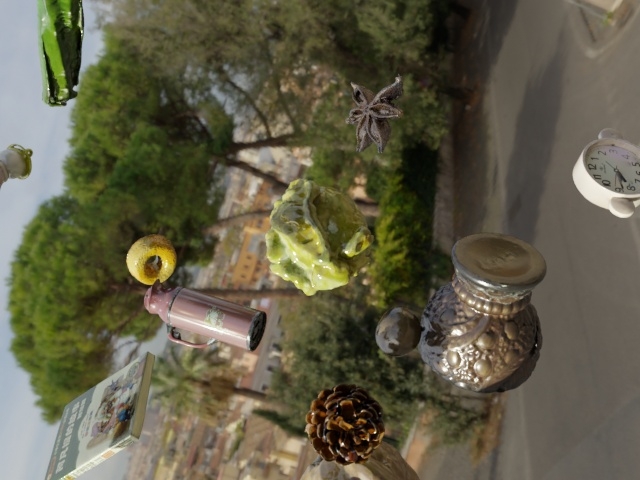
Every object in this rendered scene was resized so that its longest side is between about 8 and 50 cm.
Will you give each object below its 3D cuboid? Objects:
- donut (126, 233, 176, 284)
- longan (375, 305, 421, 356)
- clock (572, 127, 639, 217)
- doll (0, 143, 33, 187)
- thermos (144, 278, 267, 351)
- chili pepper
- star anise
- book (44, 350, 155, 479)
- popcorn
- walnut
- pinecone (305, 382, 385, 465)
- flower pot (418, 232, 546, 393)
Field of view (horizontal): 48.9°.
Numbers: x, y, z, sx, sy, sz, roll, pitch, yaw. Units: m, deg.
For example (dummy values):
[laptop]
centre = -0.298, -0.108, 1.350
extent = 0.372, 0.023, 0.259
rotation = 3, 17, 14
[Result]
[donut]
centre = -0.467, 0.058, 1.969
extent = 0.058, 0.152, 0.152
rotation = 43, 119, 43
[longan]
centre = 0.163, 0.193, 1.491
extent = 0.113, 0.092, 0.113
rotation = -46, 32, 40
[clock]
centre = 0.596, -0.133, 1.425
extent = 0.063, 0.156, 0.229
rotation = 98, 179, -57
[doll]
centre = -0.659, -0.132, 1.410
extent = 0.207, 0.081, 0.129
rotation = -47, -29, -42
[thermos]
centre = -0.317, 0.206, 1.866
extent = 0.109, 0.330, 0.136
rotation = -49, -28, -62
[chili pepper]
centre = -0.347, -0.333, 0.913
extent = 0.359, 0.076, 0.085
rotation = 106, -175, -47
[star anise]
centre = 0.124, -0.282, 1.602
extent = 0.208, 0.063, 0.171
rotation = 9, 96, 56
[book]
centre = -0.435, 0.357, 1.386
extent = 0.264, 0.027, 0.202
rotation = -34, 34, 23
[popcorn]
centre = -0.011, -0.001, 1.855
extent = 0.312, 0.312, 0.312
rotation = -161, 90, -81
[walnut]
centre = 0.120, 0.708, 1.868
extent = 0.383, 0.383, 0.383
rotation = -161, 90, -81
[pinecone]
centre = 0.052, 0.364, 1.377
extent = 0.173, 0.173, 0.173
rotation = -161, 90, -81
[flower pot]
centre = 0.353, 0.141, 1.495
extent = 0.266, 0.267, 0.267
rotation = -85, 1, -57
